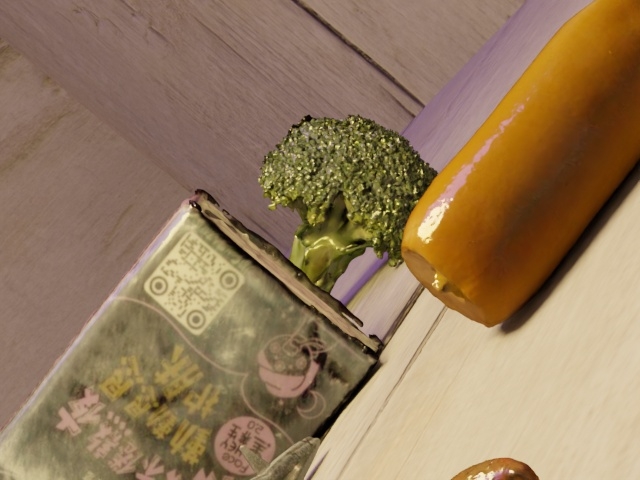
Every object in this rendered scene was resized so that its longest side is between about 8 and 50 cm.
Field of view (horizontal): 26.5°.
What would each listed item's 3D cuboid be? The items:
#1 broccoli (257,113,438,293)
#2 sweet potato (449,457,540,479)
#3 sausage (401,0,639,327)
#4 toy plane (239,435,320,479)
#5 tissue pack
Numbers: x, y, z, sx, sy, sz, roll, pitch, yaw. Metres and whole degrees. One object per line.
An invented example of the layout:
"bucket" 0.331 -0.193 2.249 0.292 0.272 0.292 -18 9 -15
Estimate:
"broccoli" -0.002 0.008 1.805 0.361 0.221 0.252 -61 -5 10
"sweet potato" 0.036 0.181 0.682 0.214 0.050 0.050 -48 5 21
"sausage" 0.187 -0.085 1.008 0.328 0.112 0.112 -51 4 -8
"toy plane" -0.095 0.257 1.187 0.267 0.088 0.212 -53 5 -28
"tissue pack" -0.144 0.165 1.384 0.361 0.259 0.122 -51 0 9
